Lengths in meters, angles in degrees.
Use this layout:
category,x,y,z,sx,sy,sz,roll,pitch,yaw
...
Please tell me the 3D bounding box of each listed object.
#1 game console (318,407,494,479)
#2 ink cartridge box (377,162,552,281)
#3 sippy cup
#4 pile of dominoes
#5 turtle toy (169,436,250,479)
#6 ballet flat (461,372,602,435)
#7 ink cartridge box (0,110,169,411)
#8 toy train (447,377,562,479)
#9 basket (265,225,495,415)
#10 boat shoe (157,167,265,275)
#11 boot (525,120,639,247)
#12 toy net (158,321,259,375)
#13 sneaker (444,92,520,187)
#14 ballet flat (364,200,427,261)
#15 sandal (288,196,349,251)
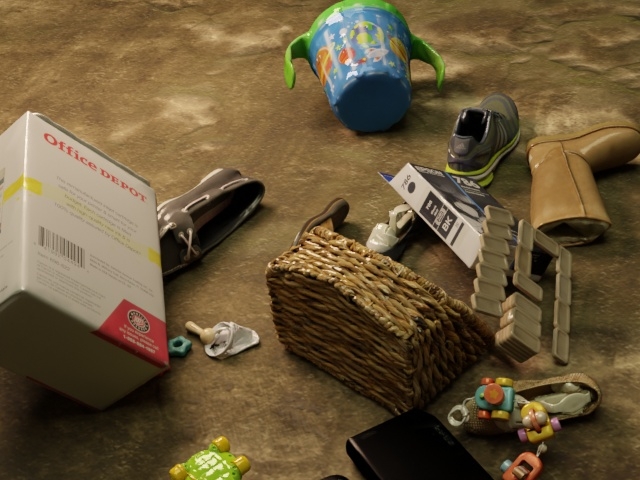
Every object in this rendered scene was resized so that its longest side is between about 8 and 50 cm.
category,x,y,z,sx,sy,sz,roll,pitch,yaw
game console,0.047,0.356,1.334,0.361,0.044,0.213,-22,39,-21
ink cartridge box,0.246,-0.051,1.780,0.165,0.065,0.333,10,25,-34
sippy cup,0.095,-0.356,2.169,0.305,0.240,0.224,-26,44,16
pile of dominoes,0.308,0.069,1.597,0.196,0.040,0.251,34,44,-19
turtle toy,-0.138,0.333,1.385,0.095,0.066,0.130,-30,42,-27
ballet flat,0.301,0.230,1.438,0.206,0.073,0.067,-15,5,-8
ink cartridge box,-0.395,0.029,1.588,0.160,0.279,0.385,-35,43,23
toy train,0.249,0.257,1.376,0.125,0.046,0.166,-45,58,-1
basket,0.092,0.083,1.560,0.299,0.213,0.223,27,49,37
boat shoe,-0.217,-0.035,1.862,0.095,0.112,0.335,8,35,27
boot,0.492,-0.100,1.856,0.236,0.089,0.269,-11,35,12
toy net,-0.217,0.162,1.649,0.232,0.045,0.122,-2,36,6
sneaker,0.323,-0.219,2.007,0.111,0.121,0.300,9,39,20
ballet flat,0.124,-0.013,1.806,0.074,0.074,0.203,19,44,31
sandal,0.000,0.000,1.819,0.060,0.090,0.219,33,41,14
